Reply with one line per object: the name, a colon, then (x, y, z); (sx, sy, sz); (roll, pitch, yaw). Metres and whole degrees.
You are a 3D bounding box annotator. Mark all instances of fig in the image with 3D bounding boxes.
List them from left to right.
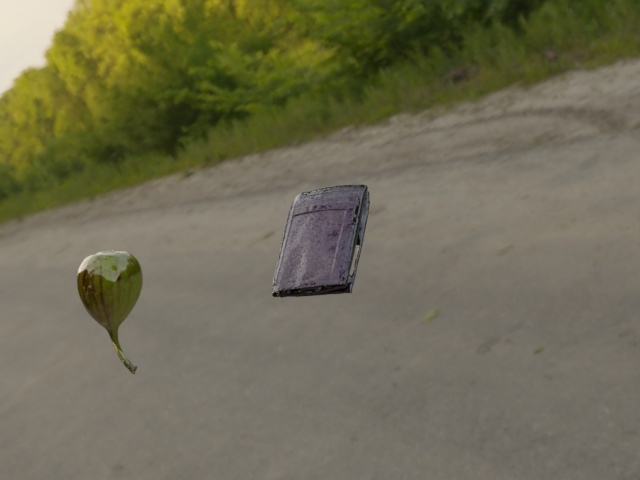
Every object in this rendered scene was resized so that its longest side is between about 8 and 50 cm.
fig: (-0.280, 0.091, 1.368); (0.093, 0.166, 0.093); (-9, -22, -4)

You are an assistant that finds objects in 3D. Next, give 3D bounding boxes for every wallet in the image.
wallet: (0.000, -0.001, 1.310); (0.111, 0.030, 0.166); (-5, 51, 22)
